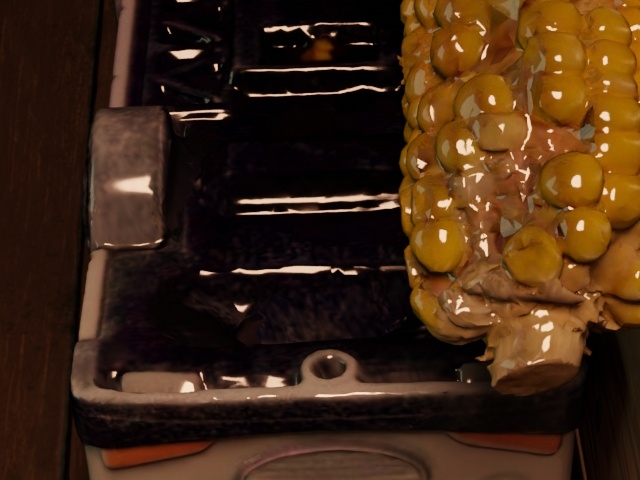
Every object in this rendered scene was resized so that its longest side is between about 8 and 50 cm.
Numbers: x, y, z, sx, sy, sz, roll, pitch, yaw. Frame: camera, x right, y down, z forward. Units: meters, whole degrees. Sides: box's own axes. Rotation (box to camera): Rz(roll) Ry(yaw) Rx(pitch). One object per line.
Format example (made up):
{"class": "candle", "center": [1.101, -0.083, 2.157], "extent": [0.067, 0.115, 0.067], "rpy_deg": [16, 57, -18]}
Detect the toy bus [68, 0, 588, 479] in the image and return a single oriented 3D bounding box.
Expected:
{"class": "toy bus", "center": [0.000, 0.000, 0.943], "extent": [0.440, 0.209, 0.249], "rpy_deg": [-93, 1, -52]}

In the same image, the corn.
{"class": "corn", "center": [0.069, -0.106, 0.626], "extent": [0.097, 0.097, 0.320], "rpy_deg": [94, 176, -68]}
